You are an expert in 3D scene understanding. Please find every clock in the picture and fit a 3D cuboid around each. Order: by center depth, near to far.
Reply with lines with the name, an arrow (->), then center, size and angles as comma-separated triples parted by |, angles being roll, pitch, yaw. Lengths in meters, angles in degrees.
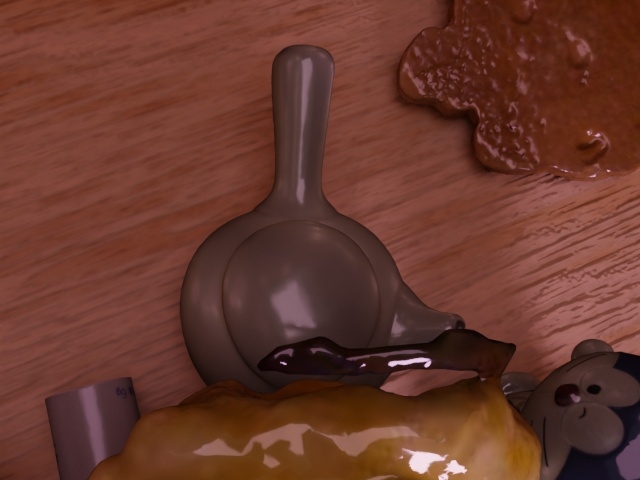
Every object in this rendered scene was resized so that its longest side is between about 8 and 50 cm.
clock -> 0.218, 0.175, 0.667 | 0.146, 0.243, 0.200 | 30, 71, -5

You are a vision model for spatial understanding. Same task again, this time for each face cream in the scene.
face cream -> -0.169, 0.246, 0.659 | 0.077, 0.077, 0.250 | -13, 79, -14

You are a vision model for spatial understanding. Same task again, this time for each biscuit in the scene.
biscuit -> 0.260, -0.193, 0.858 | 0.375, 0.051, 0.269 | -7, 81, -12

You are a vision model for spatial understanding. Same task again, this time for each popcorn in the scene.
popcorn -> 0.003, 0.216, 0.517 | 0.349, 0.349, 0.382 | 32, 92, -3

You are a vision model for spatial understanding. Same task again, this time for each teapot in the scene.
teapot -> -0.036, 0.008, 0.703 | 0.220, 0.149, 0.318 | -25, 84, -17
